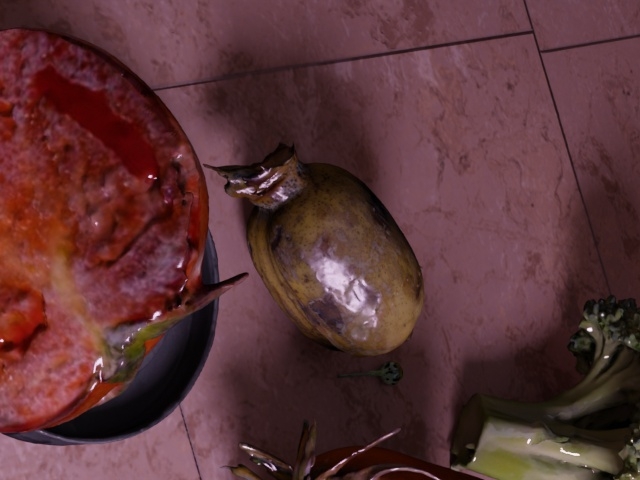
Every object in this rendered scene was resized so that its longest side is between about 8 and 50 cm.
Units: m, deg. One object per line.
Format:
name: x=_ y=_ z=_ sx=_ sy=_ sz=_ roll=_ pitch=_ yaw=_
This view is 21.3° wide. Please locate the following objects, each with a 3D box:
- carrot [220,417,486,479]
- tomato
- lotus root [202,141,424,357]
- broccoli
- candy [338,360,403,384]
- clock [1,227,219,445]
carrot: x=0.058 y=0.293 z=1.610 sx=0.331 sy=0.214 sz=0.193 roll=20 pitch=63 yaw=-36
tomato: x=-0.210 y=-0.011 z=1.356 sx=0.170 sy=0.309 sz=0.309 roll=2 pitch=74 yaw=-76
lotus root: x=0.002 y=-0.002 z=1.684 sx=0.278 sy=0.154 sz=0.154 roll=52 pitch=48 yaw=-20
broccoli: x=0.323 y=0.231 z=1.861 sx=0.302 sy=0.249 sz=0.375 roll=28 pitch=65 yaw=-40
candy: x=0.052 y=0.142 z=1.786 sx=0.083 sy=0.025 sz=0.023 roll=-4 pitch=52 yaw=-37
clock: x=-0.228 y=0.025 z=1.508 sx=0.319 sy=0.066 sz=0.318 roll=15 pitch=68 yaw=-41
